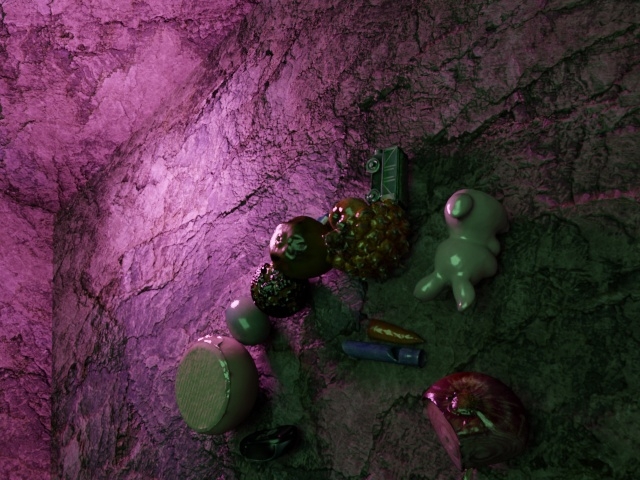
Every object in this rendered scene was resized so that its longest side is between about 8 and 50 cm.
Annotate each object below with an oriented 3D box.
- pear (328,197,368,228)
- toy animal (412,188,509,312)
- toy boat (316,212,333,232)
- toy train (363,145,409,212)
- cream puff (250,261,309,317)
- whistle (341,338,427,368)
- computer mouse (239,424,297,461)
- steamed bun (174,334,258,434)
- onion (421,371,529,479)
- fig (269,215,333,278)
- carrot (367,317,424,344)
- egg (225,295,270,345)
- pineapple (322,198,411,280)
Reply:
[{"bbox_3d":[0.117,-0.080,1.869,0.167,0.136,0.167,-15,70,50],"label":"pear"},{"bbox_3d":[0.424,0.032,1.510,0.196,0.241,0.368,11,79,43],"label":"toy animal"},{"bbox_3d":[0.000,0.000,1.971,0.102,0.088,0.215,40,98,38],"label":"toy boat"},{"bbox_3d":[0.248,-0.219,1.850,0.154,0.115,0.270,-6,68,28],"label":"toy train"},{"bbox_3d":[-0.163,0.182,1.950,0.238,0.165,0.239,-8,57,13],"label":"cream puff"},{"bbox_3d":[0.205,0.377,1.666,0.304,0.062,0.062,-1,71,38],"label":"whistle"},{"bbox_3d":[-0.180,0.733,1.785,0.233,0.137,0.097,-22,79,28],"label":"computer mouse"},{"bbox_3d":[-0.386,0.559,1.942,0.374,0.241,0.375,-9,75,37],"label":"steamed bun"},{"bbox_3d":[0.425,0.476,1.350,0.230,0.272,0.256,-27,59,-3],"label":"onion"},{"bbox_3d":[-0.051,0.035,1.847,0.239,0.271,0.240,-25,51,36],"label":"fig"},{"bbox_3d":[0.251,0.310,1.652,0.205,0.072,0.072,5,75,38],"label":"carrot"},{"bbox_3d":[-0.296,0.324,2.019,0.169,0.169,0.236,-55,49,7],"label":"egg"},{"bbox_3d":[0.152,0.043,1.674,0.209,0.286,0.344,46,122,27],"label":"pineapple"}]
